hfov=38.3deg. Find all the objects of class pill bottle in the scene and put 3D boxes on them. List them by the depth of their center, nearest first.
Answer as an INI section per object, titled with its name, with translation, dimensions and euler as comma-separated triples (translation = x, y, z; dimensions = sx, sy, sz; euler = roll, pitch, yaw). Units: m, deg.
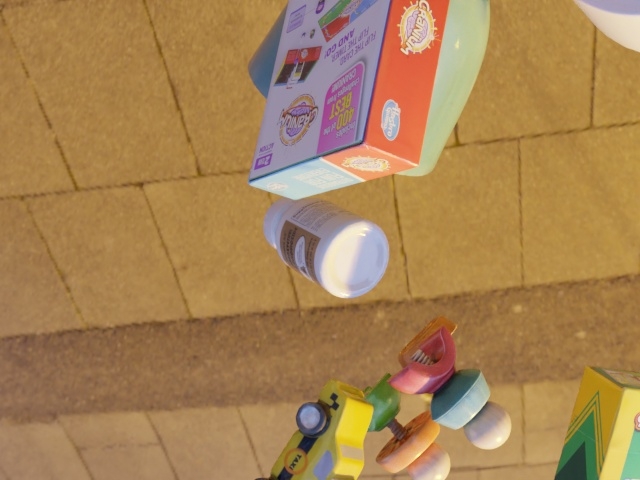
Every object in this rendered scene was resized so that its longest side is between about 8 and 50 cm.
[pill bottle]
translation = 0.000, 0.000, 1.526
dimensions = 0.131, 0.229, 0.131
euler = -10, 111, -28

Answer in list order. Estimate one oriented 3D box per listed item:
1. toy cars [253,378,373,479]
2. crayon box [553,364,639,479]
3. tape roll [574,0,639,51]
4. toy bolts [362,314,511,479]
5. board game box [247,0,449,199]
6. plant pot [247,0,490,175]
[toy cars]
translation = -0.069, 0.293, 0.917
dimensions = 0.087, 0.393, 0.176
euler = 32, 138, 31
[crayon box]
translation = 0.558, 0.381, 1.491
dimensions = 0.363, 0.106, 0.313
euler = 10, 98, -23
[tape roll]
translation = 0.350, -0.317, 0.854
dimensions = 0.286, 0.286, 0.100
euler = -32, 148, 26
[toy bolts]
translation = 0.169, 0.209, 1.229
dimensions = 0.158, 0.218, 0.228
euler = 45, 153, 4
[board game box]
translation = 0.035, -0.213, 0.939
dimensions = 0.064, 0.317, 0.242
euler = 18, 167, -27
[plant pot]
translation = 0.084, -0.266, 1.220
dimensions = 0.293, 0.293, 0.235
euler = 22, 116, -18
